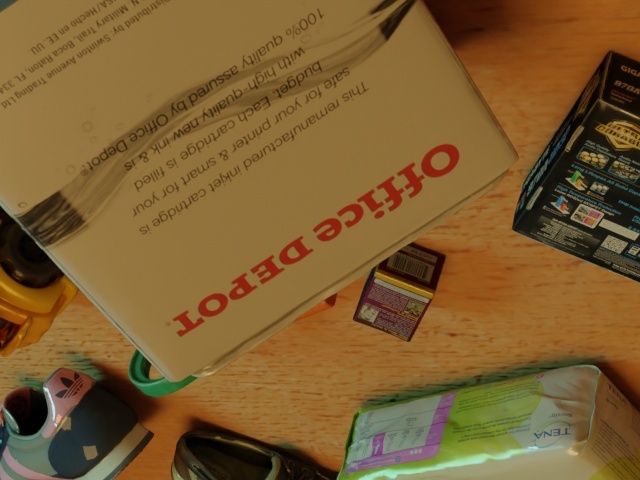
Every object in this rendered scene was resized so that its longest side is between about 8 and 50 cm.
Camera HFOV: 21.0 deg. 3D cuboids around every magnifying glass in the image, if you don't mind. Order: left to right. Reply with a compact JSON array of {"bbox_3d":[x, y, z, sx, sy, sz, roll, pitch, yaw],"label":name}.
[{"bbox_3d":[-0.083,0.082,1.573,0.231,0.092,0.026,-21,125,30],"label":"magnifying glass"}]

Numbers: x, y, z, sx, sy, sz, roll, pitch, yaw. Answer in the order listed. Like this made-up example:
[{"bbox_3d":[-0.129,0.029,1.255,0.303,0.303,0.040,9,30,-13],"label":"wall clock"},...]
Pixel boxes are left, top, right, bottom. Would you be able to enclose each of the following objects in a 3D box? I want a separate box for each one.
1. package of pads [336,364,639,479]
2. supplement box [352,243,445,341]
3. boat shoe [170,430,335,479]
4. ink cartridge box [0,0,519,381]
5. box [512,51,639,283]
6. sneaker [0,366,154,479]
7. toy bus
[{"bbox_3d":[0.187,0.226,1.608,0.296,0.101,0.229,-15,133,39],"label":"package of pads"},{"bbox_3d":[0.067,0.042,1.467,0.055,0.043,0.083,21,144,-2],"label":"supplement box"},{"bbox_3d":[-0.050,0.255,1.782,0.223,0.080,0.073,19,150,9],"label":"boat shoe"},{"bbox_3d":[-0.096,-0.137,1.094,0.285,0.166,0.395,-33,128,6],"label":"ink cartridge box"},{"bbox_3d":[0.272,-0.029,1.264,0.220,0.051,0.175,22,145,-2],"label":"box"},{"bbox_3d":[-0.304,0.218,1.857,0.131,0.112,0.319,49,136,-10],"label":"sneaker"},{"bbox_3d":[-0.349,0.062,1.556,0.220,0.211,0.149,30,142,-17],"label":"toy bus"}]
